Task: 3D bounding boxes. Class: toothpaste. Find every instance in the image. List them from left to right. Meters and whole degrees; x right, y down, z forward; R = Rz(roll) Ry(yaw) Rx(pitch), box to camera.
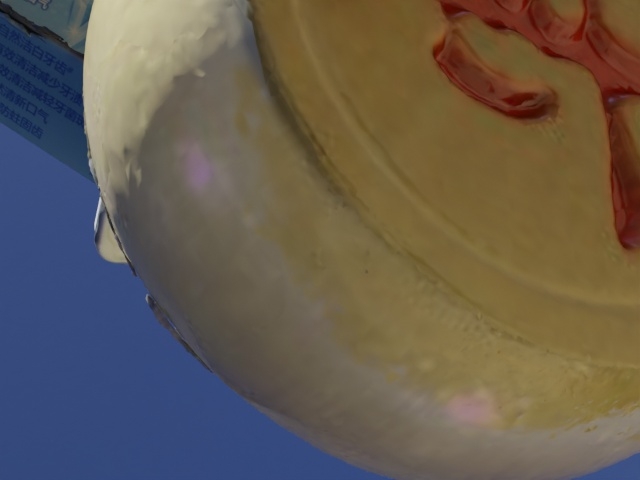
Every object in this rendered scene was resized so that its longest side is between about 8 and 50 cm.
[{"bbox_3d":[-0.074,-0.057,0.760,0.272,0.066,0.053,32,-130,2],"label":"toothpaste"}]

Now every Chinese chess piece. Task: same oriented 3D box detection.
[{"bbox_3d":[0.046,-0.043,0.607,0.251,0.097,0.251,17,-125,-26],"label":"Chinese chess piece"}]

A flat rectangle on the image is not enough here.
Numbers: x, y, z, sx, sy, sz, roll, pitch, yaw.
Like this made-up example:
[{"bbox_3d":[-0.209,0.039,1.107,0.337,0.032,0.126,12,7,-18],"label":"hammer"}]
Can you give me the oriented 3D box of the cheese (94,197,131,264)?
[{"bbox_3d":[0.000,0.001,0.958,0.235,0.127,0.050,4,-143,-14],"label":"cheese"}]
